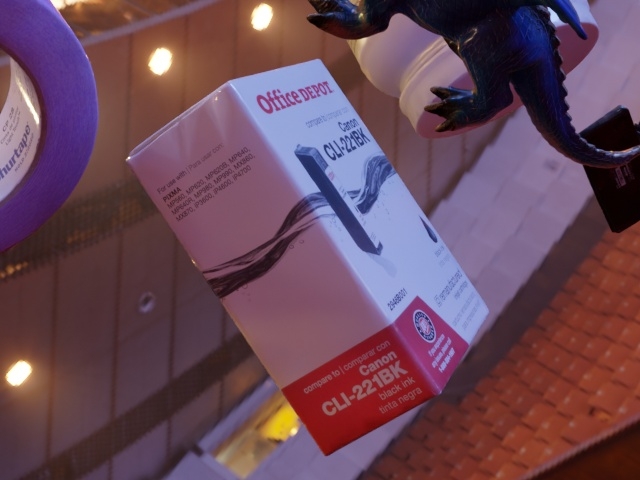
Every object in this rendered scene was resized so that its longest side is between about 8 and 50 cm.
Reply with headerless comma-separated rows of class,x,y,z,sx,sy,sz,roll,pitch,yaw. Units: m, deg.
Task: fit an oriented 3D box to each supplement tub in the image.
supplement tub,0.111,-0.291,1.010,0.236,0.324,0.235,-25,-14,-6

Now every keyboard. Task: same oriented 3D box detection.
keyboard,0.375,-0.096,1.249,0.100,0.038,0.192,-31,-46,6

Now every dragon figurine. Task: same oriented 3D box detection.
dragon figurine,0.092,-0.133,0.506,0.144,0.289,0.085,-38,18,49

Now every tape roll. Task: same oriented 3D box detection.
tape roll,-0.316,-0.101,0.772,0.275,0.090,0.274,-21,-43,-21

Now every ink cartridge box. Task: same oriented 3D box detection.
ink cartridge box,0.000,0.000,0.809,0.114,0.272,0.197,-34,1,25
